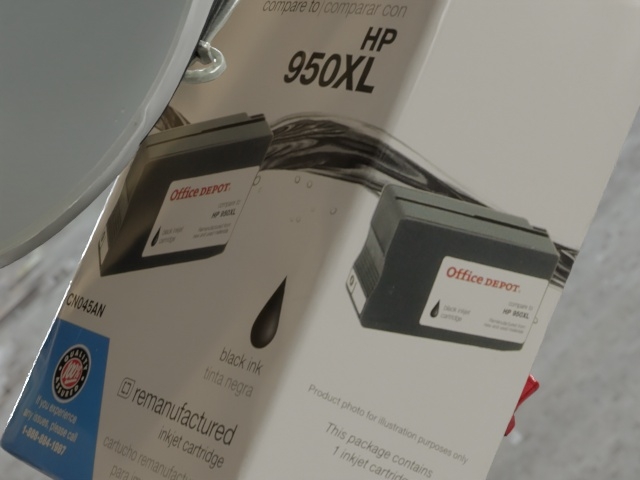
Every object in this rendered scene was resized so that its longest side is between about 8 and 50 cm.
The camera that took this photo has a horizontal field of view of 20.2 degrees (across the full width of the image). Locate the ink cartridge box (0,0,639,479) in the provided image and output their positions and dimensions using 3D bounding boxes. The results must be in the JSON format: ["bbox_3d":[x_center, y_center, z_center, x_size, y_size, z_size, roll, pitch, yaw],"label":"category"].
[{"bbox_3d":[0.000,0.000,1.094,0.285,0.166,0.395,13,78,57],"label":"ink cartridge box"}]

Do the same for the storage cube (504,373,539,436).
[{"bbox_3d":[0.088,0.171,1.937,0.193,0.215,0.183,-43,-9,-16],"label":"storage cube"}]

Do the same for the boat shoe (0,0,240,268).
[{"bbox_3d":[-0.093,-0.113,0.819,0.105,0.113,0.306,72,-139,-74],"label":"boat shoe"}]
